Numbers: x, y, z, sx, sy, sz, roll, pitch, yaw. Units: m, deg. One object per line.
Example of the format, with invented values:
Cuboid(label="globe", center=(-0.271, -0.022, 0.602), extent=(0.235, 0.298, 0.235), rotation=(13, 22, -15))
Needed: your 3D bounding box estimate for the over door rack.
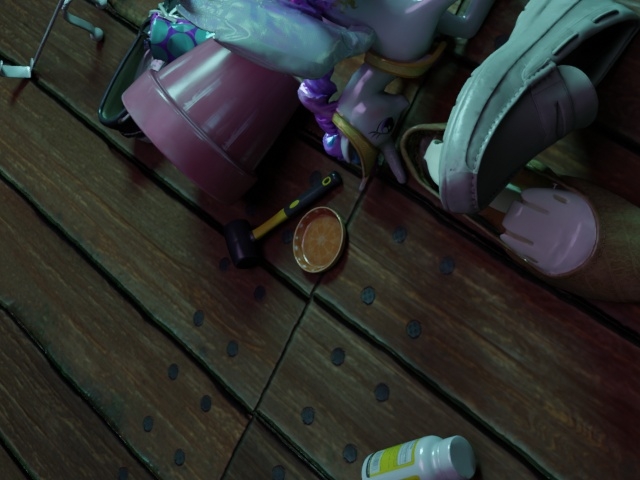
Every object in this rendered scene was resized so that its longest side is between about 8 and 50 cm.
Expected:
Cuboid(label="over door rack", center=(-0.416, -0.424, 1.952), extent=(0.324, 0.108, 0.240), rotation=(-24, 62, 53))

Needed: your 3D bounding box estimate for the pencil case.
Cuboid(label="pencil case", center=(-0.158, -0.273, 1.638), extent=(0.151, 0.070, 0.064), rotation=(4, 44, 4))

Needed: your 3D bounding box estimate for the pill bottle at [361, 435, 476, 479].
Cuboid(label="pill bottle", center=(0.107, 0.247, 1.299), extent=(0.116, 0.065, 0.065), rotation=(-25, 63, 37))

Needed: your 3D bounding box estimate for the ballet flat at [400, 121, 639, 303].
Cuboid(label="ballet flat", center=(0.202, -0.039, 1.246), extent=(0.342, 0.124, 0.116), rotation=(40, 109, 41))

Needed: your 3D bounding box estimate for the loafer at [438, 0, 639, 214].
Cuboid(label="loafer", center=(0.217, -0.143, 1.190), extent=(0.111, 0.112, 0.319), rotation=(19, 57, 26))

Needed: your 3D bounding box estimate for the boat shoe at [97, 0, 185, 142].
Cuboid(label="boat shoe", center=(-0.214, -0.279, 1.720), extent=(0.114, 0.091, 0.303), rotation=(38, 105, 42))

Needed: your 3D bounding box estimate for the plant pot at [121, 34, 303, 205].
Cuboid(label="plant pot", center=(-0.122, -0.176, 1.552), extent=(0.180, 0.201, 0.201), rotation=(-43, 52, 7))

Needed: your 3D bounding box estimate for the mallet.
Cuboid(label="mallet", center=(-0.051, -0.040, 1.548), extent=(0.189, 0.039, 0.062), rotation=(-41, 58, 23))

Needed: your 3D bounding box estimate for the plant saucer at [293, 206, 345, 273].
Cuboid(label="plant saucer", center=(0.000, 0.000, 1.500), extent=(0.083, 0.013, 0.083), rotation=(-13, 70, 39))

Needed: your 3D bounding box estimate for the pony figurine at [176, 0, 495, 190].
Cuboid(label="pony figurine", center=(0.032, -0.268, 1.348), extent=(0.363, 0.351, 0.303), rotation=(-55, 14, 19))
